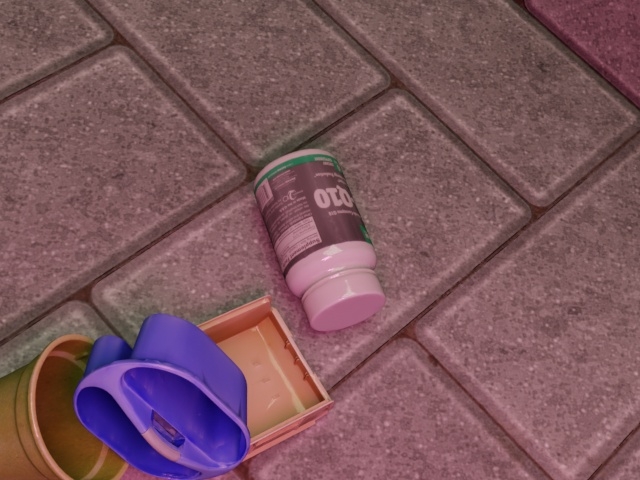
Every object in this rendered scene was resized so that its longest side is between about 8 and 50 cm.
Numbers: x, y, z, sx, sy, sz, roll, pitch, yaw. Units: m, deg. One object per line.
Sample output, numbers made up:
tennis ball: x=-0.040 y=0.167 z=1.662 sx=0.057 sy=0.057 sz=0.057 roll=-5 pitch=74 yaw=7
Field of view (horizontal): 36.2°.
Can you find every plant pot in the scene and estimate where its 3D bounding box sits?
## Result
plant pot: x=-0.514 y=0.331 z=1.746 sx=0.254 sy=0.276 sz=0.276 roll=-17 pitch=57 yaw=23

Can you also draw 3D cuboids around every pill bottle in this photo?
pill bottle: x=0.000 y=0.000 z=2.118 sx=0.204 sy=0.204 sz=0.361 roll=-12 pitch=64 yaw=-20

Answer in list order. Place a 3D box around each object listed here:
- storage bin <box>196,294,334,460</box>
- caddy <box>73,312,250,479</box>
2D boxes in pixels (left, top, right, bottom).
storage bin: x=-0.142 y=0.281 z=1.965 sx=0.260 sy=0.123 sz=0.262 roll=-23 pitch=67 yaw=-24
caddy: x=-0.267 y=0.291 z=1.697 sx=0.241 sy=0.341 sz=0.179 roll=-24 pitch=38 yaw=21
